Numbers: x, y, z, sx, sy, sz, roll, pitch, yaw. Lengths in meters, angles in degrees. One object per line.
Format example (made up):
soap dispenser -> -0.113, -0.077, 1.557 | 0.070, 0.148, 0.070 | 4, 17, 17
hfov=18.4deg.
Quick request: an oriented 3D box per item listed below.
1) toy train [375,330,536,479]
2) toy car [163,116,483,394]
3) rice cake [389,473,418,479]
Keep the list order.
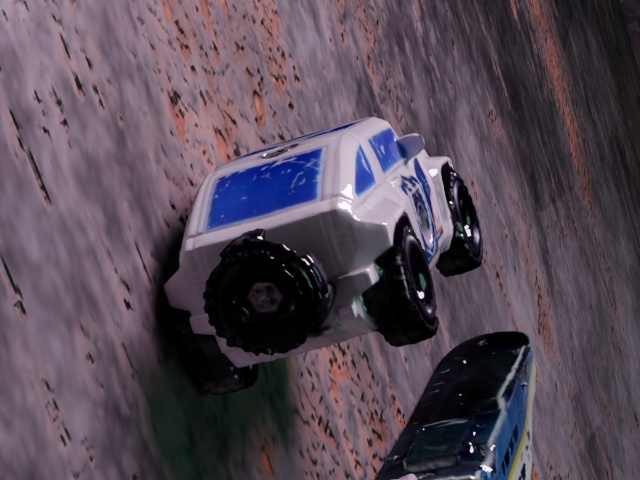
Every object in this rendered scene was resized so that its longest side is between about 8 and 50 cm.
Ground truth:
toy train -> 0.070, 0.092, 0.900 | 0.234, 0.052, 0.051 | -46, 124, -73
toy car -> 0.000, 0.000, 0.670 | 0.170, 0.080, 0.070 | -41, 114, -73
rice cake -> 0.024, 0.239, 0.556 | 0.056, 0.072, 0.365 | 43, 37, -60
